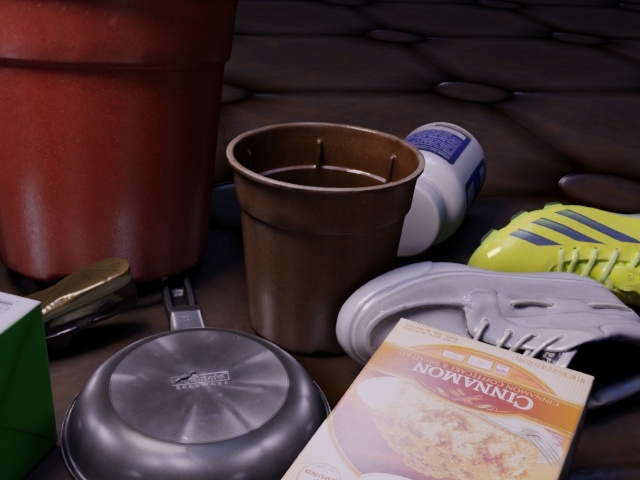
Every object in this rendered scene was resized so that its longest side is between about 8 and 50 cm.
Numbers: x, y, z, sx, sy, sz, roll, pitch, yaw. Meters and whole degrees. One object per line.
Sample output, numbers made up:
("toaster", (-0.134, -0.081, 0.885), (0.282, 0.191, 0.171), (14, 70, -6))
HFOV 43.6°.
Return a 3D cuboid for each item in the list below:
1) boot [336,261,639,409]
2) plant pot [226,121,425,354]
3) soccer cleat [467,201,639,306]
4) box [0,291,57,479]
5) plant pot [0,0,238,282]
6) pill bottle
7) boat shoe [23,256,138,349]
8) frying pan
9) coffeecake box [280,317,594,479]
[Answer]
("boot", (0.151, 0.078, 0.636), (0.258, 0.095, 0.123), (-4, 20, -17))
("plant pot", (0.000, 0.000, 0.702), (0.166, 0.165, 0.167), (3, 25, -1))
("soccer cleat", (0.284, 0.024, 0.776), (0.289, 0.093, 0.121), (-5, 34, -16))
("box", (-0.329, 0.118, 0.457), (0.231, 0.127, 0.262), (10, 27, 14))
("plant pot", (-0.210, -0.112, 0.766), (0.272, 0.265, 0.272), (3, 17, -1))
("pill bottle", (0.115, -0.056, 0.895), (0.112, 0.112, 0.187), (13, 27, 18))
("boat shoe", (-0.223, 0.068, 0.665), (0.152, 0.049, 0.056), (-26, 27, -15))
("frying pan", (-0.079, 0.093, 0.642), (0.197, 0.053, 0.326), (7, 29, 5))
("coffeecake box", (0.077, 0.143, 0.506), (0.142, 0.068, 0.185), (16, 35, 23))
